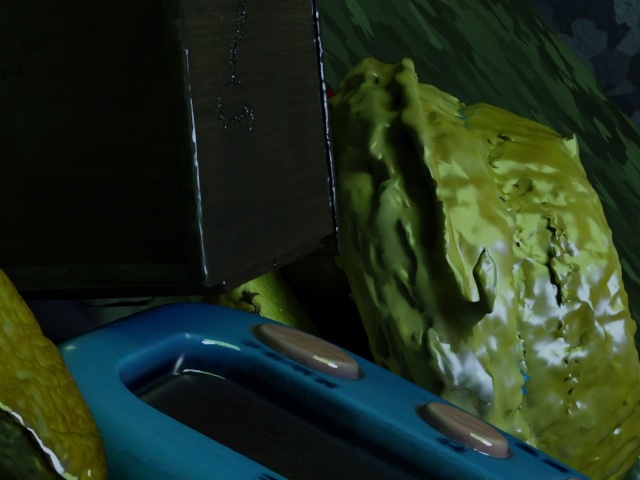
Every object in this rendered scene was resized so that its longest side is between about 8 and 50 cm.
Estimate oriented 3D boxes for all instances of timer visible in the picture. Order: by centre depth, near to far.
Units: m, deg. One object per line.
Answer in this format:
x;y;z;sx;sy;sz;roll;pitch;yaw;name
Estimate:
0.022;0.149;0.950;0.340;0.115;0.309;27;12;12;timer

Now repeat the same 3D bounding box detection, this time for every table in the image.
-0.104;-0.054;1.022;0.193;0.169;0.172;-22;108;-70;table

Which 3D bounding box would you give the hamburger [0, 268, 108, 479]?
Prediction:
-0.196;0.034;0.757;0.283;0.144;0.156;50;10;-17;hamburger

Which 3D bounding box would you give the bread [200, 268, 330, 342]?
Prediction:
-0.022;0.087;1.203;0.187;0.065;0.103;59;17;12;bread

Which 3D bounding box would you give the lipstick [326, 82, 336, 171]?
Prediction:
-0.039;-0.131;1.570;0.241;0.080;0.080;58;19;23;lipstick

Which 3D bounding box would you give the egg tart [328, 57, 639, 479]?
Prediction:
0.121;0.051;1.322;0.388;0.169;0.388;-16;90;-84;egg tart

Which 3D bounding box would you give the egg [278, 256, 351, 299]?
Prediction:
0.000;0.000;1.405;0.080;0.080;0.096;39;33;-33;egg

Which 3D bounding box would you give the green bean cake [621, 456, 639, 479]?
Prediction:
0.230;0.166;1.613;0.181;0.094;0.173;51;18;4;green bean cake
